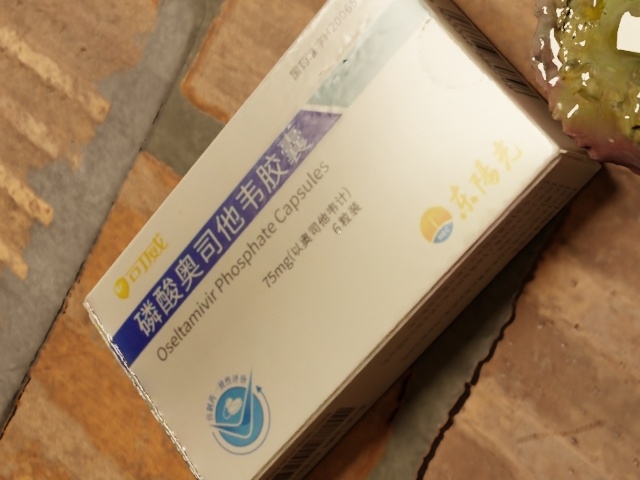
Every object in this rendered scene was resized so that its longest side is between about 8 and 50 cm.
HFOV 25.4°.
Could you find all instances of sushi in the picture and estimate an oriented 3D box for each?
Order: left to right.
[{"bbox_3d":[0.214,-0.086,0.798,0.161,0.107,0.241,-32,70,32],"label":"sushi"}]

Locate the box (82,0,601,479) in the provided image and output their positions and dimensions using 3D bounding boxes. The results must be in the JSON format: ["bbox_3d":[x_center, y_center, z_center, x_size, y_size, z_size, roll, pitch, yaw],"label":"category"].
[{"bbox_3d":[0.000,0.000,0.959,0.343,0.065,0.200,-49,63,22],"label":"box"}]
